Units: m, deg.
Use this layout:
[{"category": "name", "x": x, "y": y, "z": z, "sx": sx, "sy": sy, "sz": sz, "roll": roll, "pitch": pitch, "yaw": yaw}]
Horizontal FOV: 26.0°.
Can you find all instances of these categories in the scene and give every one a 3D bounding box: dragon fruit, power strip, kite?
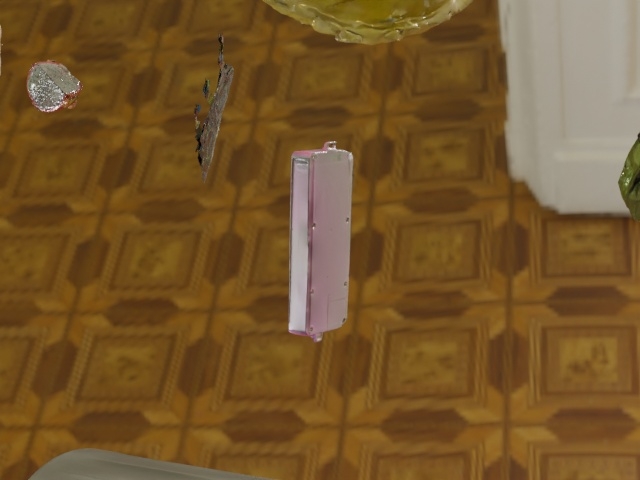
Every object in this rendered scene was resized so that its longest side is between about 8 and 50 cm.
[{"category": "dragon fruit", "x": -0.387, "y": -0.217, "z": 2.016, "sx": 0.083, "sy": 0.060, "sz": 0.056, "roll": 42, "pitch": 26, "yaw": 12}, {"category": "power strip", "x": 0.000, "y": 0.000, "z": 1.945, "sx": 0.037, "sy": 0.279, "sz": 0.109, "roll": 7, "pitch": 10, "yaw": 34}, {"category": "kite", "x": -0.129, "y": -0.166, "z": 1.649, "sx": 0.015, "sy": 0.285, "sz": 0.152, "roll": 14, "pitch": 81, "yaw": -1}]

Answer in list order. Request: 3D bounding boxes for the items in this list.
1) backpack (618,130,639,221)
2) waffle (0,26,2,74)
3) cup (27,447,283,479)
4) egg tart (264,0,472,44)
[{"category": "backpack", "x": 0.527, "y": -0.126, "z": 1.945, "sx": 0.207, "sy": 0.253, "sz": 0.140, "roll": 0, "pitch": 52, "yaw": -20}, {"category": "waffle", "x": -0.471, "y": -0.230, "z": 1.766, "sx": 0.135, "sy": 0.021, "sz": 0.092, "roll": -3, "pitch": 80, "yaw": 10}, {"category": "cup", "x": -0.198, "y": 0.392, "z": 1.510, "sx": 0.327, "sy": 0.237, "sz": 0.323, "roll": 1, "pitch": 48, "yaw": 36}, {"category": "egg tart", "x": 0.030, "y": -0.324, "z": 1.104, "sx": 0.341, "sy": 0.341, "sz": 0.132, "roll": -46, "pitch": 16, "yaw": -30}]
